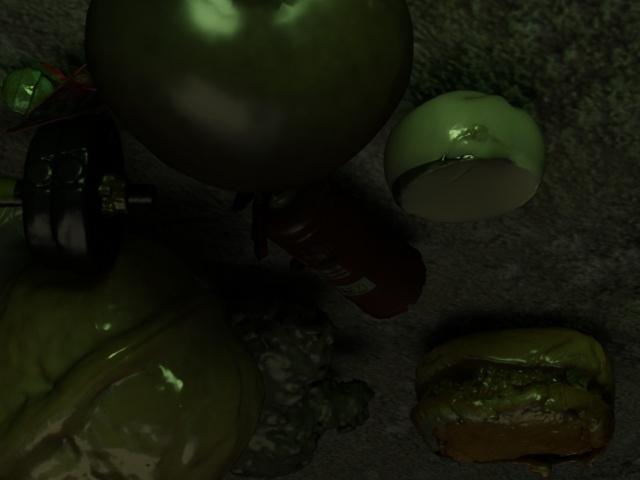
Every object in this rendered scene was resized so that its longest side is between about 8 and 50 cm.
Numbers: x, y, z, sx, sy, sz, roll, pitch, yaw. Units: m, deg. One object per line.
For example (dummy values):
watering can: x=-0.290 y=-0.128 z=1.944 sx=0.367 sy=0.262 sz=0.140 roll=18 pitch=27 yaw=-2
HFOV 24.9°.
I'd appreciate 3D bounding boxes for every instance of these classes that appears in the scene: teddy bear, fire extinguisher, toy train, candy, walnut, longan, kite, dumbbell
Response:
teddy bear: x=-0.082 y=0.178 z=2.051 sx=0.357 sy=0.225 sz=0.368 roll=15 pitch=135 yaw=-16
fire extinguisher: x=0.000 y=0.000 z=1.714 sx=0.106 sy=0.147 sz=0.337 roll=-16 pitch=146 yaw=30
toy train: x=-0.015 y=0.017 z=1.884 sx=0.017 sy=0.017 sz=0.083 roll=14 pitch=151 yaw=-22
candy: x=-0.384 y=-0.177 z=1.563 sx=0.202 sy=0.061 sz=0.061 roll=16 pitch=151 yaw=-4
walnut: x=-0.262 y=0.178 z=1.777 sx=0.381 sy=0.381 sz=0.381 roll=4 pitch=152 yaw=2
longan: x=-0.064 y=-0.177 z=1.304 sx=0.300 sy=0.243 sz=0.300 roll=-13 pitch=147 yaw=-9
kite: x=-0.254 y=-0.163 z=1.536 sx=0.190 sy=0.010 sz=0.159 roll=-38 pitch=158 yaw=18
dumbbell: x=-0.376 y=-0.054 z=1.633 sx=0.388 sy=0.185 sz=0.185 roll=0 pitch=151 yaw=6

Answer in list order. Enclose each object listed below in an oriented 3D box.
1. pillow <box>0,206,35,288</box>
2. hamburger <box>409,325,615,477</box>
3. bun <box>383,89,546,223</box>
pillow: x=-0.428 y=0.012 z=1.876 sx=0.280 sy=0.076 sz=0.274 roll=7 pitch=149 yaw=-5
hamburger: x=0.278 y=0.233 z=2.088 sx=0.318 sy=0.158 sz=0.319 roll=3 pitch=151 yaw=2
bun: x=0.151 y=-0.099 z=1.541 sx=0.172 sy=0.120 sz=0.173 roll=-3 pitch=155 yaw=-2
